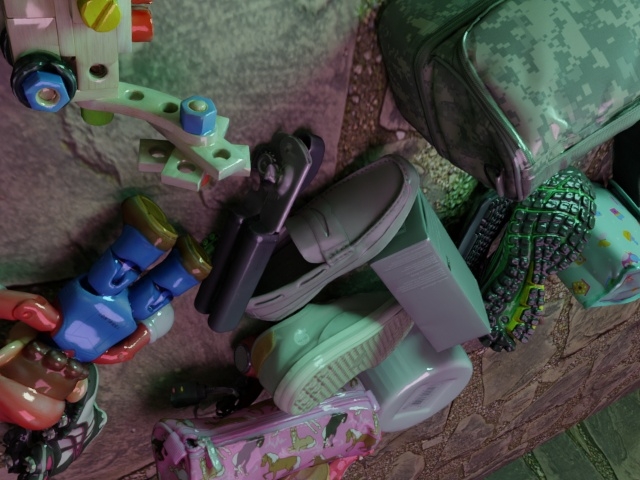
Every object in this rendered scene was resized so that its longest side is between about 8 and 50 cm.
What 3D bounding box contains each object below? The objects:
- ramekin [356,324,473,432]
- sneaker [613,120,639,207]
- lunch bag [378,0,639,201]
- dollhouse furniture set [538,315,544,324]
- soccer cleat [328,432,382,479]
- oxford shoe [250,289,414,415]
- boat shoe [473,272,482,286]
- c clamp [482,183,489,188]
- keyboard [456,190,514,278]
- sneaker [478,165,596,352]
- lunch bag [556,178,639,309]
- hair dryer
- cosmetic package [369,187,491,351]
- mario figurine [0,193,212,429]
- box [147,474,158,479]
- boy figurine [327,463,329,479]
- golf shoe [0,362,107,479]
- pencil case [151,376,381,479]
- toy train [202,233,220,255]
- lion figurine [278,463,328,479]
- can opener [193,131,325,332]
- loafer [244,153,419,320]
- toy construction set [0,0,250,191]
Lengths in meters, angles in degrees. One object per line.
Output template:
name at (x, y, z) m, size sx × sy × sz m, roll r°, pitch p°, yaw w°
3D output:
ramekin at (0.190, 0.288, 1.268) m, size 0.277 × 0.135 × 0.277 m, roll -21°, pitch 143°, yaw -17°
sneaker at (0.652, -0.178, 1.082) m, size 0.178 × 0.123 × 0.295 m, roll -32°, pitch 152°, yaw 7°
lunch bag at (0.256, -0.201, 0.652) m, size 0.305 × 0.256 × 0.212 m, roll -32°, pitch 144°, yaw -2°
dollhouse furniture set at (0.412, 0.221, 1.384) m, size 0.182 × 0.101 × 0.161 m, roll -29°, pitch 144°, yaw -5°
soccer cleat at (0.064, 0.550, 1.537) m, size 0.083 × 0.095 × 0.248 m, roll 41°, pitch 89°, yaw -19°
oxford shoe at (0.052, 0.148, 1.005) m, size 0.449 × 0.130 × 0.169 m, roll -16°, pitch 134°, yaw -51°
boat shoe at (0.331, 0.093, 1.207) m, size 0.228 × 0.080 × 0.076 m, roll -39°, pitch 116°, yaw 2°
c clamp at (0.299, -0.140, 0.956) m, size 0.137 × 0.022 × 0.160 m, roll -29°, pitch 144°, yaw -17°
keyboard at (0.282, 0.021, 1.070) m, size 0.201 × 0.033 × 0.317 m, roll -31°, pitch 150°, yaw -42°
sneaker at (0.361, 0.021, 1.059) m, size 0.134 × 0.146 × 0.343 m, roll 25°, pitch 105°, yaw -3°
lunch bag at (0.550, 0.001, 1.131) m, size 0.262 × 0.223 × 0.160 m, roll -3°, pitch 140°, yaw -36°
hair dryer at (-0.112, 0.232, 1.052) m, size 0.294 × 0.080 × 0.223 m, roll -21°, pitch 155°, yaw -3°
cosmetic package at (0.167, 0.051, 0.916) m, size 0.107 × 0.127 × 0.238 m, roll -27°, pitch 128°, yaw 22°
mario figurine at (-0.297, 0.081, 0.712) m, size 0.320 × 0.198 × 0.170 m, roll -41°, pitch -175°, yaw -1°
box at (-0.418, 0.577, 1.206) m, size 0.324 × 0.067 × 0.063 m, roll -30°, pitch 143°, yaw -3°
boy figurine at (-0.112, 0.601, 1.442) m, size 0.285 × 0.092 × 0.177 m, roll -9°, pitch 135°, yaw -24°
golf shoe at (-0.369, 0.247, 0.858) m, size 0.120 × 0.105 × 0.273 m, roll -16°, pitch 148°, yaw -55°
pencil case at (-0.084, 0.337, 1.010) m, size 0.386 × 0.167 × 0.160 m, roll -6°, pitch 96°, yaw -32°
toy train at (-0.165, 0.022, 0.791) m, size 0.083 × 0.023 × 0.017 m, roll -37°, pitch 144°, yaw 7°
lion figurine at (-0.044, 0.483, 1.297) m, size 0.240 × 0.142 × 0.392 m, roll -40°, pitch 151°, yaw -30°
can opener at (-0.072, -0.008, 0.762) m, size 0.095 × 0.076 × 0.283 m, roll -3°, pitch 127°, yaw -47°
loafer at (0.000, 0.000, 0.816) m, size 0.319 × 0.112 × 0.111 m, roll -45°, pitch 151°, yaw 16°
toy construction set at (-0.142, -0.193, 0.473) m, size 0.215 × 0.151 × 0.327 m, roll -13°, pitch 128°, yaw -26°
